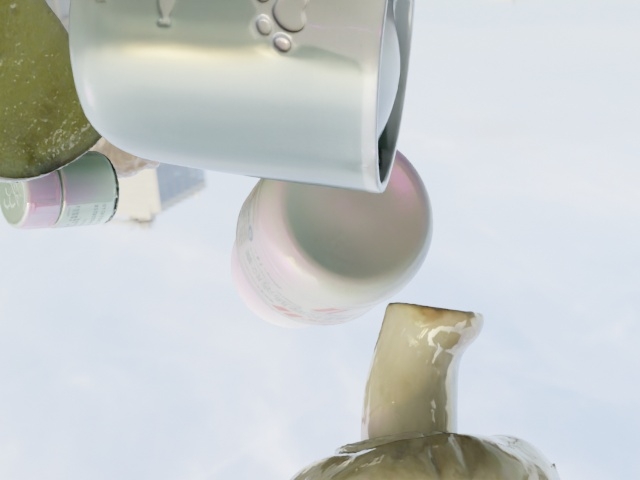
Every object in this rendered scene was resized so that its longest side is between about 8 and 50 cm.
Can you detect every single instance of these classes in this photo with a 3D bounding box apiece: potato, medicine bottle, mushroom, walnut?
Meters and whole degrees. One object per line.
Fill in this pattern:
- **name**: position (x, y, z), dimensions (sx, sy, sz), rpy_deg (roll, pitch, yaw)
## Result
- **potato**: position (-0.427, -0.188, 1.301), dimensions (0.112, 0.269, 0.255), rpy_deg (-7, -138, 38)
- **medicine bottle**: position (0.000, 0.000, 1.388), dimensions (0.241, 0.241, 0.302), rpy_deg (-12, 168, -20)
- **mushroom**: position (0.124, 0.271, 1.041), dimensions (0.356, 0.315, 0.315), rpy_deg (-49, -151, 0)
- **walnut**: position (-0.430, -0.245, 2.158), dimensions (0.224, 0.225, 0.261), rpy_deg (-3, 160, 2)
- **medicine bottle**: position (-0.448, -0.086, 1.690), dimensions (0.168, 0.135, 0.135), rpy_deg (-7, -162, -42)

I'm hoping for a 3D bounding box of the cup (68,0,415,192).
- **cup**: position (-0.055, -0.228, 0.911), dimensions (0.274, 0.259, 0.357), rpy_deg (6, -118, 8)
